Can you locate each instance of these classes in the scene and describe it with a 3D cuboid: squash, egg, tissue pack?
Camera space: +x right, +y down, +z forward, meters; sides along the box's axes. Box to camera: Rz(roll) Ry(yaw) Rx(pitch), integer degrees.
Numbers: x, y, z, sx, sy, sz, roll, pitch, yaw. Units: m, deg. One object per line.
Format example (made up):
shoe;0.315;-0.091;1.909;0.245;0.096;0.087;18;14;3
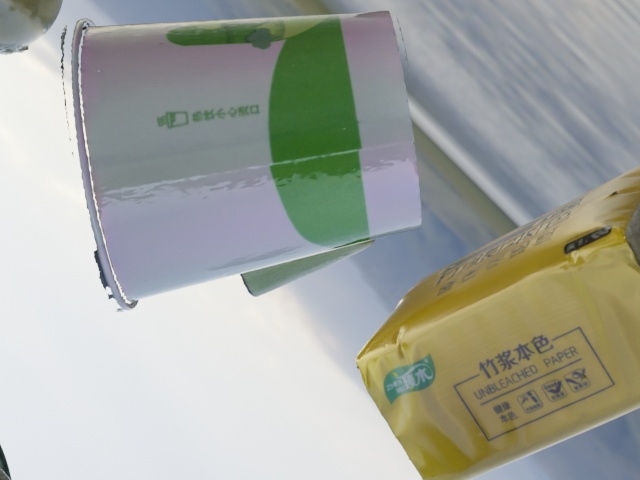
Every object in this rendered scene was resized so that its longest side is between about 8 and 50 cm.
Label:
squash;0.000;0.000;1.907;0.094;0.224;0.094;-16;-90;-73
egg;-0.372;-0.302;1.752;0.164;0.164;0.201;46;167;14
tissue pack;0.275;0.098;1.796;0.228;0.382;0.293;57;-150;-5

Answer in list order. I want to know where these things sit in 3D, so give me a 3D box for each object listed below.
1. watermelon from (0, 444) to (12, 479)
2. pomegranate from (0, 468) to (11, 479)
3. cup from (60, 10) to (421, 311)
watermelon;-0.553;0.260;1.869;0.292;0.283;0.250;3;-117;-32
pomegranate;-0.302;0.246;1.086;0.180;0.209;0.180;37;-155;-21
cup;-0.059;-0.079;1.273;0.253;0.274;0.253;-8;-90;-89
